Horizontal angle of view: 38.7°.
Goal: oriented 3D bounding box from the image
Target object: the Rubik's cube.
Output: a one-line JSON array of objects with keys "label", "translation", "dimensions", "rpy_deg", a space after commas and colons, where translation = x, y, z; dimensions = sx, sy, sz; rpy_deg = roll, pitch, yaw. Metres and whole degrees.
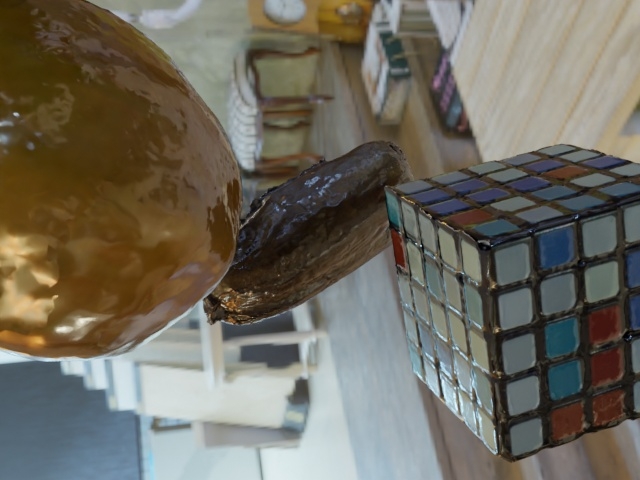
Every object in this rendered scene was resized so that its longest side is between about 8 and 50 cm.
[{"label": "Rubik's cube", "translation": [0.176, 0.038, 0.731], "dimensions": [0.184, 0.182, 0.187], "rpy_deg": [-138, 36, -65]}]

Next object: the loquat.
[{"label": "loquat", "translation": [-0.138, -0.032, 0.463], "dimensions": [0.176, 0.234, 0.187], "rpy_deg": [-52, 40, 16]}]

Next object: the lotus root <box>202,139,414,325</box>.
[{"label": "lotus root", "translation": [0.000, 0.001, 1.108], "dimensions": [0.078, 0.329, 0.167], "rpy_deg": [28, 146, 50]}]
